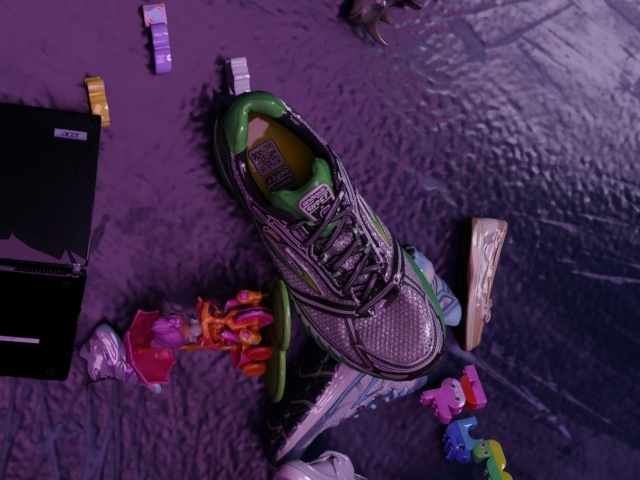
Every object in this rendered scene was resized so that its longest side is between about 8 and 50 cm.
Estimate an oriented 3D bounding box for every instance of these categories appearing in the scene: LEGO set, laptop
[{"bbox_3d":[0.156,0.266,1.341,0.093,0.087,0.227,-11,61,-12],"label":"LEGO set"},{"bbox_3d":[-0.355,0.002,1.216,0.234,0.137,0.264,6,132,-15],"label":"laptop"}]

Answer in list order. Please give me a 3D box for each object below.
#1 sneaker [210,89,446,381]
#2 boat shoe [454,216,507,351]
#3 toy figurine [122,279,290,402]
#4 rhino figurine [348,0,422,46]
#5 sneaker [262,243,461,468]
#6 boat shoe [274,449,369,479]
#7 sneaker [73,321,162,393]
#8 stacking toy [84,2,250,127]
[{"bbox_3d":[0.000,0.000,1.205,0.134,0.146,0.343,-39,87,-4],"label":"sneaker"},{"bbox_3d":[0.182,0.050,1.364,0.048,0.056,0.153,4,90,-11],"label":"boat shoe"},{"bbox_3d":[-0.121,0.101,1.236,0.159,0.173,0.130,-3,66,-13],"label":"toy figurine"},{"bbox_3d":[0.065,-0.327,1.266,0.106,0.073,0.243,-5,101,-10],"label":"rhino figurine"},{"bbox_3d":[0.051,0.148,1.319,0.122,0.110,0.283,40,88,-20],"label":"sneaker"},{"bbox_3d":[0.011,0.260,1.309,0.063,0.066,0.184,-61,143,-11],"label":"boat shoe"},{"bbox_3d":[-0.221,0.142,1.286,0.069,0.038,0.098,-42,96,-3],"label":"sneaker"},{"bbox_3d":[-0.170,-0.237,1.231,0.166,0.052,0.221,-11,100,-13],"label":"stacking toy"}]
